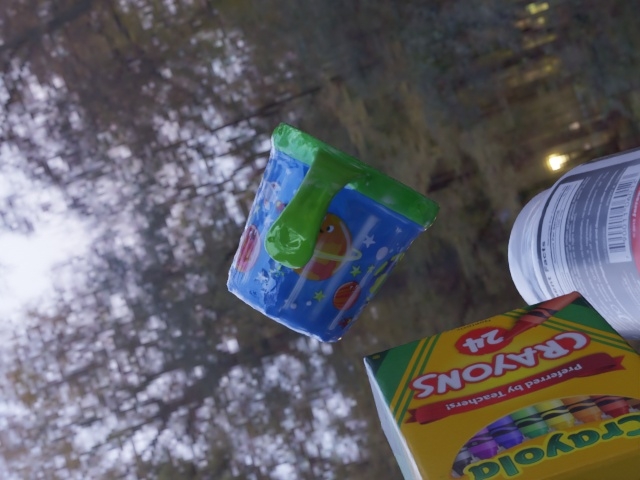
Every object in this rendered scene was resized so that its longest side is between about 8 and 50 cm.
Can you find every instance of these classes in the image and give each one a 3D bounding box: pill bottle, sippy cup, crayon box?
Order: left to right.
[{"bbox_3d":[0.000,0.000,1.592,0.305,0.224,0.240,25,-175,-44],"label":"sippy cup"},{"bbox_3d":[0.166,0.155,0.959,0.318,0.202,0.081,-118,12,-68],"label":"crayon box"},{"bbox_3d":[0.355,0.003,1.347,0.363,0.210,0.210,166,85,-74],"label":"pill bottle"}]
